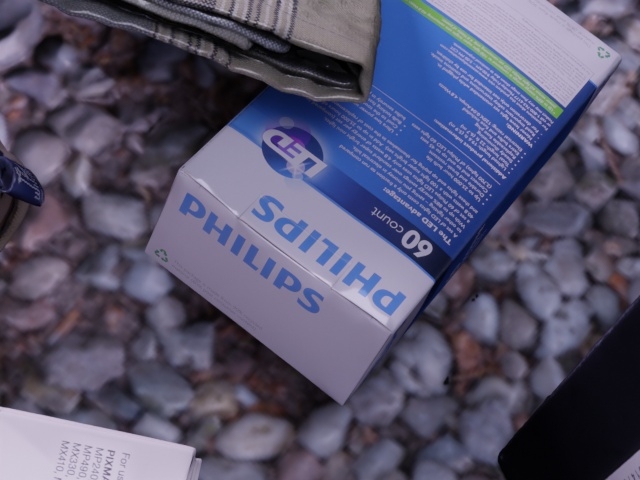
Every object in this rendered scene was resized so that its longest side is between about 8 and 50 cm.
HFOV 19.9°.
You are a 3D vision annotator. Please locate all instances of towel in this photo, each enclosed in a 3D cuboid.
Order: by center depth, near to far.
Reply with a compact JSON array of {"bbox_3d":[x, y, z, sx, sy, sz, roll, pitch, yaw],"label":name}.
[{"bbox_3d":[-0.115,-0.197,0.967,0.312,0.056,0.324,21,32,-11],"label":"towel"}]

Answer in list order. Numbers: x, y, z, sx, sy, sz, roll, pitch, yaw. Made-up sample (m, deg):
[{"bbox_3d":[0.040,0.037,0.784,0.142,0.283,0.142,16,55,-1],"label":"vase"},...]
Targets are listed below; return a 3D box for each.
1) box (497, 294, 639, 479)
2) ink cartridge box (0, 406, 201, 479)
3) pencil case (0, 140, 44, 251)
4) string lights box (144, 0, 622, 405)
[{"bbox_3d":[0.283,0.084,0.878,0.294,0.296,0.183,-23,73,-17],"label":"box"},{"bbox_3d":[-0.186,0.139,0.841,0.237,0.172,0.100,13,67,-5],"label":"ink cartridge box"},{"bbox_3d":[-0.309,-0.134,0.925,0.160,0.183,0.410,-31,76,-20],"label":"pencil case"},{"bbox_3d":[0.040,-0.049,0.972,0.133,0.077,0.260,38,51,7],"label":"string lights box"}]
